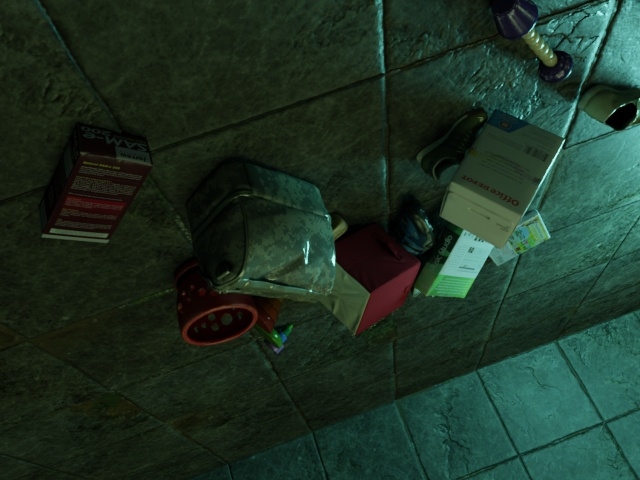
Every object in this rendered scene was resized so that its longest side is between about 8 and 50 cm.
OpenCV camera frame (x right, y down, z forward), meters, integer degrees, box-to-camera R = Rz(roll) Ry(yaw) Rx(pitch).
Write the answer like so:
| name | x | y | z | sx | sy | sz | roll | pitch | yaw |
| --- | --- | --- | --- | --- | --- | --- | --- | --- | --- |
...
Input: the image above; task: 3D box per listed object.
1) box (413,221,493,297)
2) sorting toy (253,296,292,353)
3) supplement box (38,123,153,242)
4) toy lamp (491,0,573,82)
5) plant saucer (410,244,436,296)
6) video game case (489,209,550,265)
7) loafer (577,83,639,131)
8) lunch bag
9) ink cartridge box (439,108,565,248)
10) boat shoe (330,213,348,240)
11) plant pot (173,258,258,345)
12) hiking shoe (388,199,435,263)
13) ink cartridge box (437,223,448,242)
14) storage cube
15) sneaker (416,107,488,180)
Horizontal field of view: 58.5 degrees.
| name | x | y | z | sx | sy | sz | roll | pitch | yaw |
| --- | --- | --- | --- | --- | --- | --- | --- | --- | --- |
| box | 0.412 | 0.013 | 1.620 | 0.232 | 0.058 | 0.322 | 10 | 110 | -50 |
| sorting toy | -0.138 | 0.244 | 1.781 | 0.126 | 0.127 | 0.365 | -46 | 158 | -17 |
| supplement box | -0.420 | -0.096 | 1.057 | 0.130 | 0.073 | 0.239 | 7 | 140 | -41 |
| toy lamp | 0.409 | -0.392 | 1.108 | 0.080 | 0.080 | 0.275 | -38 | 148 | 26 |
| plant saucer | 0.333 | 0.085 | 1.788 | 0.198 | 0.036 | 0.198 | -44 | 156 | -26 |
| video game case | 0.657 | -0.004 | 1.929 | 0.206 | 0.026 | 0.227 | -31 | 147 | 17 |
| loafer | 0.750 | -0.318 | 1.419 | 0.269 | 0.092 | 0.102 | -3 | 145 | -28 |
| lunch bag | -0.118 | 0.004 | 1.225 | 0.305 | 0.256 | 0.212 | 16 | 133 | -46 |
| ink cartridge box | 0.408 | -0.138 | 1.305 | 0.232 | 0.171 | 0.168 | -54 | 163 | -20 |
| boat shoe | 0.000 | 0.000 | 1.483 | 0.170 | 0.063 | 0.059 | -34 | 141 | 20 |
| plant pot | -0.268 | 0.143 | 1.431 | 0.191 | 0.174 | 0.191 | -15 | 149 | -9 |
| hiking shoe | 0.237 | 0.002 | 1.585 | 0.132 | 0.113 | 0.304 | -20 | 150 | -3 |
| ink cartridge box | 0.372 | 0.048 | 1.711 | 0.224 | 0.056 | 0.181 | -50 | 150 | -1 |
| storage cube | 0.118 | 0.104 | 1.529 | 0.193 | 0.184 | 0.215 | -26 | 147 | -35 |
| sneaker | 0.317 | -0.213 | 1.320 | 0.192 | 0.086 | 0.064 | -38 | 146 | 25 |
